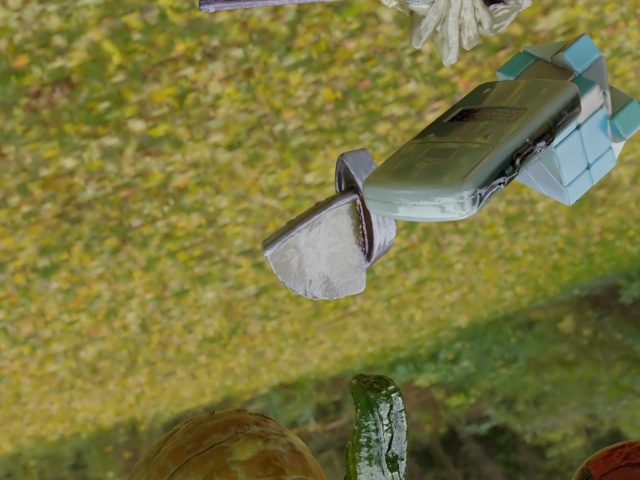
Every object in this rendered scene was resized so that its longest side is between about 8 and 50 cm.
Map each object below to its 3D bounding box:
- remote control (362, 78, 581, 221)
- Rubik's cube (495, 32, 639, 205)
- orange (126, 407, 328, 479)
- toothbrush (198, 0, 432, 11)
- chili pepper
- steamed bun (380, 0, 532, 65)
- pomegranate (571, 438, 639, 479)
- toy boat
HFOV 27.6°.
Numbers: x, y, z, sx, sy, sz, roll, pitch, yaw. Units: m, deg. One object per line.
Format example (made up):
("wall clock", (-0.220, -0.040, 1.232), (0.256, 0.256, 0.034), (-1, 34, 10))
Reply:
("remote control", (0.168, -0.099, 1.399), (0.140, 0.056, 0.296), (2, -151, 36))
("Rubik's cube", (0.401, -0.196, 2.111), (0.213, 0.224, 0.265), (-40, 135, -18))
("orange", (-0.110, 0.361, 1.532), (0.249, 0.329, 0.329), (-4, 159, -33))
("toothbrush", (0.001, -0.347, 1.878), (0.353, 0.029, 0.024), (-5, 174, -6))
("chili pepper", (0.059, 0.240, 1.370), (0.072, 0.204, 0.073), (-10, -158, -34))
("steamed bun", (0.174, -0.432, 2.034), (0.247, 0.189, 0.428), (-47, 124, -1))
("pomegranate", (0.422, 0.353, 1.651), (0.235, 0.210, 0.210), (-21, 167, 2))
("toy boat", (0.025, -0.005, 2.445), (0.293, 0.111, 0.276), (-46, 135, -16))
